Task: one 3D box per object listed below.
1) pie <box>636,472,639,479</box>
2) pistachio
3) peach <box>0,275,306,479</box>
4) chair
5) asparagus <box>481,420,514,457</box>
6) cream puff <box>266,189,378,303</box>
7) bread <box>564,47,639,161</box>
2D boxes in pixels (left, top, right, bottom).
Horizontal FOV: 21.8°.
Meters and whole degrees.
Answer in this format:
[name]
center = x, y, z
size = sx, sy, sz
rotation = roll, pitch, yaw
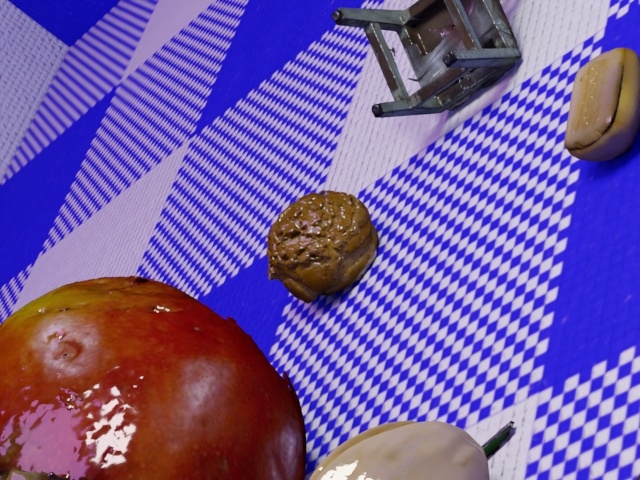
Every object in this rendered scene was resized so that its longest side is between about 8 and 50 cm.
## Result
[pie]
center = 0.255, 0.213, 0.929
size = 0.418, 0.180, 0.395
rotation = -55, 19, -25
[pistachio]
center = 0.057, 0.228, 1.354
size = 0.200, 0.145, 0.117
rotation = -52, 20, -20
[peach]
center = -0.194, 0.213, 1.638
size = 0.353, 0.339, 0.416
rotation = -49, 26, 12
[chair]
center = 0.161, -0.237, 1.936
size = 0.136, 0.147, 0.270
rotation = -33, -15, 37
[asparagus]
center = 0.111, 0.213, 1.450
size = 0.166, 0.016, 0.013
rotation = -45, 55, 16
[cream puff]
center = -0.003, 0.000, 1.901
size = 0.144, 0.103, 0.126
rotation = -18, 38, 47
[bread]
center = 0.276, -0.125, 1.582
size = 0.082, 0.056, 0.115
rotation = -31, 37, 45
